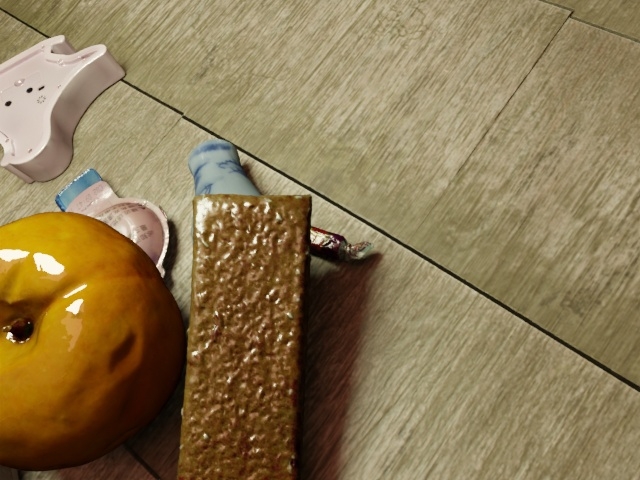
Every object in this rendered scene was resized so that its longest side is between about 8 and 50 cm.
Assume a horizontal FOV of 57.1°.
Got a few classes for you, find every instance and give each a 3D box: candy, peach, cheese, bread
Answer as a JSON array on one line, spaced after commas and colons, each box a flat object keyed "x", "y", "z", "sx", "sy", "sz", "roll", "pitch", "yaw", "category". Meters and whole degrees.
[{"x": 0.000, "y": 0.000, "z": 0.925, "sx": 0.175, "sy": 0.043, "sz": 0.045, "roll": 19, "pitch": 70, "yaw": 26, "category": "candy"}, {"x": -0.353, "y": 0.131, "z": 0.805, "sx": 0.342, "sy": 0.301, "sz": 0.343, "roll": -1, "pitch": 80, "yaw": 7, "category": "peach"}, {"x": -0.362, "y": -0.015, "z": 1.006, "sx": 0.189, "sy": 0.074, "sz": 0.286, "roll": -42, "pitch": 64, "yaw": -7, "category": "cheese"}, {"x": -0.097, "y": 0.144, "z": 0.771, "sx": 0.165, "sy": 0.113, "sz": 0.416, "roll": 4, "pitch": 85, "yaw": -8, "category": "bread"}]

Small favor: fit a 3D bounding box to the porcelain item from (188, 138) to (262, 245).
[{"x": -0.143, "y": -0.047, "z": 0.933, "sx": 0.141, "sy": 0.141, "sz": 0.259, "roll": -25, "pitch": 55, "yaw": 3, "category": "porcelain item"}]

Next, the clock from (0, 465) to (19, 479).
[{"x": -0.580, "y": 0.410, "z": 0.799, "sx": 0.326, "sy": 0.184, "sz": 0.342, "roll": -25, "pitch": 57, "yaw": -8, "category": "clock"}]

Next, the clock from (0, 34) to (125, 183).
[{"x": -0.522, "y": -0.273, "z": 1.162, "sx": 0.290, "sy": 0.080, "sz": 0.275, "roll": -32, "pitch": 63, "yaw": 0, "category": "clock"}]
